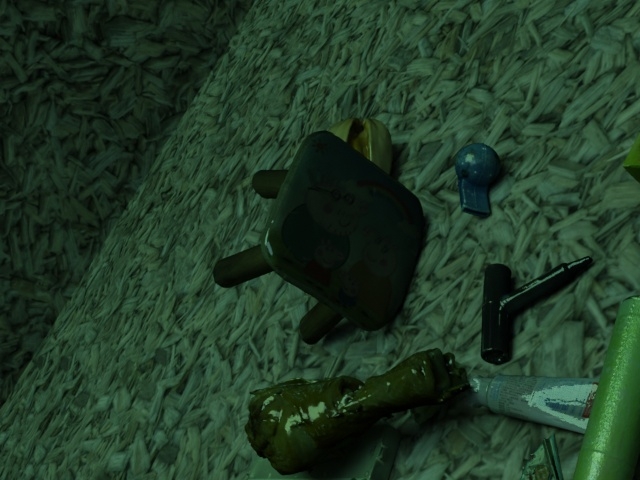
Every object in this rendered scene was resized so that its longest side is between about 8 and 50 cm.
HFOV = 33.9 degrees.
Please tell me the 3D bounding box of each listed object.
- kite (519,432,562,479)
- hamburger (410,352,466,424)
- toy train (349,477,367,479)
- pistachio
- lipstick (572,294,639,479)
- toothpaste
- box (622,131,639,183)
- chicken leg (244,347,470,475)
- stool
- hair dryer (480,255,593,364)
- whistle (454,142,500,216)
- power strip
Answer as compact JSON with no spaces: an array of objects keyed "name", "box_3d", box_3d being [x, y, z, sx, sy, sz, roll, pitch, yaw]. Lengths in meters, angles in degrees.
[{"name":"kite","box_3d":[0.231,0.441,1.416,0.406,0.014,0.368,-58,29,-9]},{"name":"hamburger","box_3d":[0.176,0.231,1.703,0.121,0.054,0.084,-54,29,13]},{"name":"toy train","box_3d":[0.029,0.434,1.587,0.176,0.118,0.074,-35,21,-18]},{"name":"pistachio","box_3d":[0.077,-0.164,2.215,0.157,0.157,0.229,-31,41,36]},{"name":"lipstick","box_3d":[0.393,0.214,1.369,0.076,0.076,0.304,-10,49,52]},{"name":"toothpaste","box_3d":[0.313,0.227,1.504,0.234,0.057,0.089,-2,57,49]},{"name":"box","box_3d":[0.585,-0.198,1.564,0.260,0.062,0.175,-58,28,-12]},{"name":"chicken leg","box_3d":[0.046,0.261,1.674,0.429,0.152,0.201,-26,10,32]},{"name":"stool","box_3d":[0.000,0.000,1.971,0.226,0.310,0.310,-20,41,52]},{"name":"hair dryer","box_3d":[0.335,0.092,1.634,0.195,0.050,0.173,-25,42,37]},{"name":"whistle","box_3d":[0.287,-0.124,1.907,0.090,0.090,0.158,-36,32,28]},{"name":"power strip","box_3d":[-0.004,0.377,1.816,0.367,0.043,0.106,-15,45,49]}]
